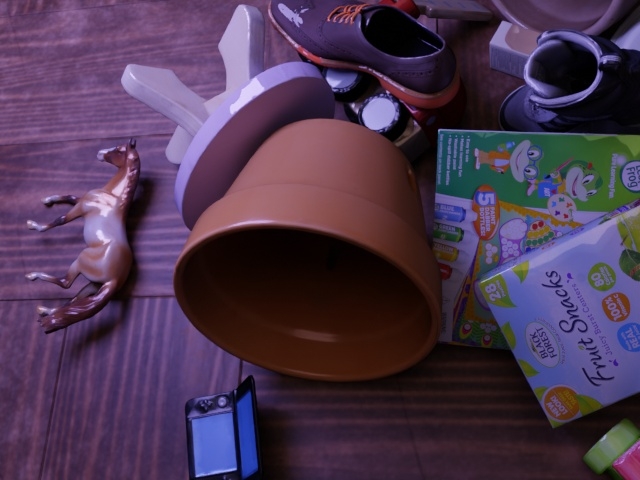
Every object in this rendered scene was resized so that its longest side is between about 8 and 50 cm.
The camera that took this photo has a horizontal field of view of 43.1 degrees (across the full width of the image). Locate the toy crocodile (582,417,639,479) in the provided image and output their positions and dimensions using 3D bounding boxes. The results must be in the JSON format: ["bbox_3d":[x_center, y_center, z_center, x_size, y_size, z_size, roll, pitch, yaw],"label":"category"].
[{"bbox_3d":[0.386,0.197,0.827,0.340,0.105,0.115,-39,64,-6],"label":"toy crocodile"}]

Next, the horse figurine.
[{"bbox_3d":[-0.314,0.003,1.095,0.174,0.066,0.263,-14,62,13],"label":"horse figurine"}]

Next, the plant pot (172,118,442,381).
[{"bbox_3d":[0.000,0.000,0.921,0.290,0.291,0.203,2,52,14],"label":"plant pot"}]

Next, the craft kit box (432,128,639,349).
[{"bbox_3d":[0.250,0.002,0.914,0.246,0.061,0.250,3,96,12],"label":"craft kit box"}]

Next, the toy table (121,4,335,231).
[{"bbox_3d":[-0.110,-0.152,1.031,0.274,0.252,0.161,-46,58,25],"label":"toy table"}]

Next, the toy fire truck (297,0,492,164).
[{"bbox_3d":[0.131,-0.241,1.069,0.246,0.158,0.217,-40,64,6],"label":"toy fire truck"}]

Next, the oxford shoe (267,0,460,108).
[{"bbox_3d":[0.047,-0.257,0.967,0.271,0.098,0.097,28,74,21],"label":"oxford shoe"}]

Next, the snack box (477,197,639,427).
[{"bbox_3d":[0.296,0.072,0.845,0.207,0.070,0.174,-29,89,17],"label":"snack box"}]

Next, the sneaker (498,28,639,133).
[{"bbox_3d":[0.271,-0.175,0.927,0.268,0.153,0.101,-1,80,59],"label":"sneaker"}]

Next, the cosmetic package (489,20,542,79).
[{"bbox_3d":[0.283,-0.241,1.067,0.115,0.060,0.041,26,74,20],"label":"cosmetic package"}]

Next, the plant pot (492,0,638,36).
[{"bbox_3d":[0.361,-0.415,1.045,0.229,0.263,0.263,-31,62,-23],"label":"plant pot"}]

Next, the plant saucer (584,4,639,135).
[{"bbox_3d":[0.487,-0.158,0.894,0.400,0.100,0.401,-8,74,28],"label":"plant saucer"}]

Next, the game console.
[{"bbox_3d":[-0.114,0.230,0.945,0.107,0.071,0.122,-11,64,8],"label":"game console"}]
